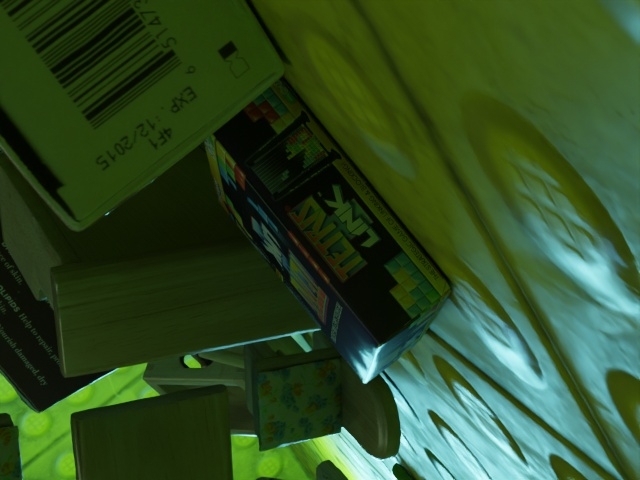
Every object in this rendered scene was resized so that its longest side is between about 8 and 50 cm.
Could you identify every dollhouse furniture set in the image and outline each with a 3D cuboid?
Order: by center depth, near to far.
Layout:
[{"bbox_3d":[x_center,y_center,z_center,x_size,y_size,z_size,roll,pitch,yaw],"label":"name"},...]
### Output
[{"bbox_3d":[-0.112,0.149,1.020,0.256,0.362,0.394,-139,44,-61],"label":"dollhouse furniture set"}]

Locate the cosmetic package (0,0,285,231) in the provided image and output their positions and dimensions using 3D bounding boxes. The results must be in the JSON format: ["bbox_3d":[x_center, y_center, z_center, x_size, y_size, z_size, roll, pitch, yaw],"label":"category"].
[{"bbox_3d":[-0.151,-0.130,0.740,0.153,0.129,0.296,55,172,-24],"label":"cosmetic package"}]

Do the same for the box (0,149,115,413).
[{"bbox_3d":[-0.200,-0.001,1.194,0.167,0.203,0.168,57,-174,-28],"label":"box"}]

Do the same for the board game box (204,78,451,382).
[{"bbox_3d":[0.000,0.000,0.752,0.141,0.048,0.170,52,172,9],"label":"board game box"}]

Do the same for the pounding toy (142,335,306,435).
[{"bbox_3d":[-0.066,0.117,1.430,0.206,0.094,0.181,-3,146,31],"label":"pounding toy"}]

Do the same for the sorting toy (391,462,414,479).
[{"bbox_3d":[0.092,0.279,1.467,0.102,0.042,0.061,58,170,-33],"label":"sorting toy"}]
